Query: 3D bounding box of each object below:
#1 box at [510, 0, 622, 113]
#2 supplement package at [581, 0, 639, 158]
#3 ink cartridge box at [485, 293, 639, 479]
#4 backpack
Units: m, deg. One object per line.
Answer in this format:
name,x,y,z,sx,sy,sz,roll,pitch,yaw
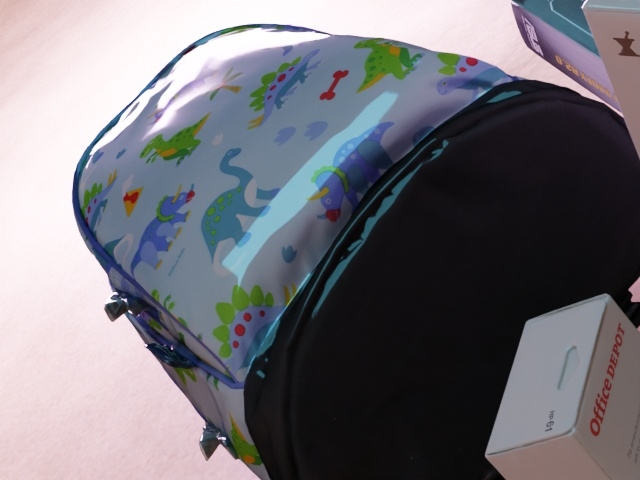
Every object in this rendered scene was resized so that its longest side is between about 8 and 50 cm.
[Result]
box,0.261,-0.168,1.048,0.231,0.056,0.183,-45,55,-7
supplement package,0.288,-0.118,0.806,0.199,0.198,0.262,9,53,38
ink cartridge box,0.139,0.100,0.802,0.052,0.122,0.088,-20,32,37
backpack,0.000,0.000,1.054,0.290,0.273,0.355,-51,14,-5
